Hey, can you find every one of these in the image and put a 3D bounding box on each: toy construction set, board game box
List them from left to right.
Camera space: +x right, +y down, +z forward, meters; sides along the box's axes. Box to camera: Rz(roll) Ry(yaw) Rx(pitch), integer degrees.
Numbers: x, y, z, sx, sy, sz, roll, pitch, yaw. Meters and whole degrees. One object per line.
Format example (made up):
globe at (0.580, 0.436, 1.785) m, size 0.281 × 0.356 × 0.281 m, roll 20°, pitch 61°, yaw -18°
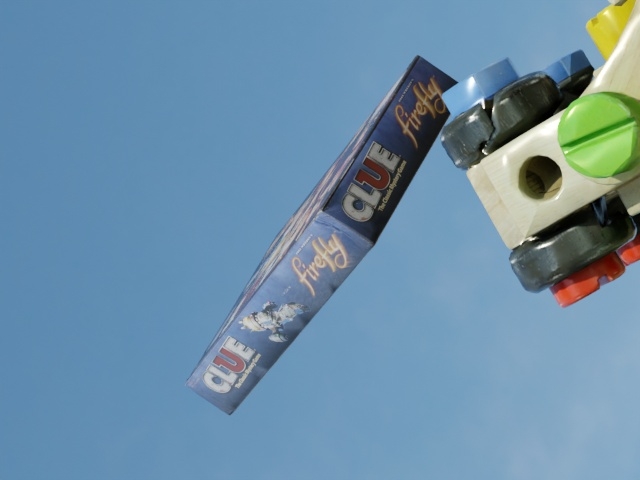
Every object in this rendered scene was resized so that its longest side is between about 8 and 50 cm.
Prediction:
board game box at (0.000, 0.000, 1.332) m, size 0.243 × 0.042 × 0.165 m, roll -51°, pitch 6°, yaw 49°
toy construction set at (0.163, -0.079, 0.744) m, size 0.328 × 0.215 × 0.151 m, roll 11°, pitch -128°, yaw -60°
